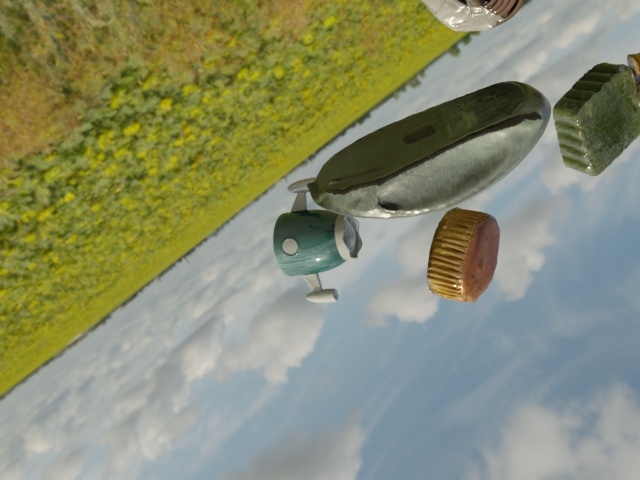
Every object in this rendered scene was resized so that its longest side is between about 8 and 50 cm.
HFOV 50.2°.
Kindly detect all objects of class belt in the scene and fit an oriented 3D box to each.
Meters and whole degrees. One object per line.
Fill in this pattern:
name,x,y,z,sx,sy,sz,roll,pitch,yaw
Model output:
belt,0.263,-0.531,1.268,0.217,0.339,0.122,-13,-117,34

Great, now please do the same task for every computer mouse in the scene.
computer mouse,0.167,-0.114,1.030,0.374,0.114,0.203,-20,-149,16

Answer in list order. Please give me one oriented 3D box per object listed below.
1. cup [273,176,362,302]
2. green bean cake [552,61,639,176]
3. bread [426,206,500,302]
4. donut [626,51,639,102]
cup,0.000,0.000,1.616,0.173,0.299,0.167,-7,-175,25
green bean cake,0.579,-0.257,1.430,0.183,0.185,0.094,-40,-141,-13
bread,0.304,0.033,1.421,0.104,0.199,0.199,14,-139,34
donut,0.688,-0.332,1.425,0.059,0.140,0.140,-23,-170,14
